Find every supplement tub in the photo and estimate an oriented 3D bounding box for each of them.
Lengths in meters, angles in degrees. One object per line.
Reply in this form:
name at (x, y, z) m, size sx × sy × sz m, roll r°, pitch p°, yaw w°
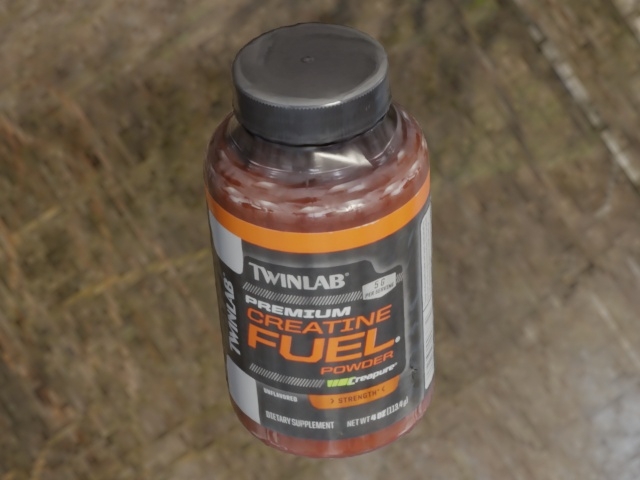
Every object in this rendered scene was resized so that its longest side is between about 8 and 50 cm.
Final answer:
supplement tub at (0.000, 0.000, 0.844) m, size 0.106 × 0.106 × 0.198 m, roll -32°, pitch 135°, yaw -31°
